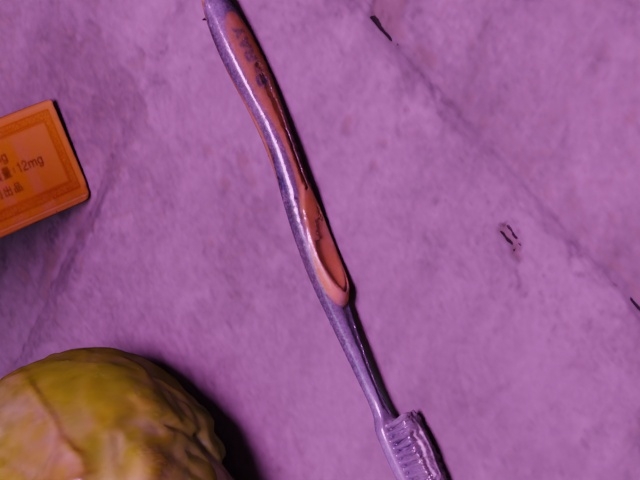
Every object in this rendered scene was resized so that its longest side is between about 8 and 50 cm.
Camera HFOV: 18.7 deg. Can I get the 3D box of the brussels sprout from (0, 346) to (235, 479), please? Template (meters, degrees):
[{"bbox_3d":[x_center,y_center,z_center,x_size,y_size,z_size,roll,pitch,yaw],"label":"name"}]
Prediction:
[{"bbox_3d":[-0.156,0.167,1.210,0.223,0.223,0.161,11,128,44],"label":"brussels sprout"}]

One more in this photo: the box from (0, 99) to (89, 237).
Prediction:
[{"bbox_3d":[-0.306,0.001,1.242,0.174,0.274,0.076,-18,97,49],"label":"box"}]

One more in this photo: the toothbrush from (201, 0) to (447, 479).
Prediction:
[{"bbox_3d":[-0.002,0.001,1.109,0.031,0.023,0.321,-27,87,42],"label":"toothbrush"}]
